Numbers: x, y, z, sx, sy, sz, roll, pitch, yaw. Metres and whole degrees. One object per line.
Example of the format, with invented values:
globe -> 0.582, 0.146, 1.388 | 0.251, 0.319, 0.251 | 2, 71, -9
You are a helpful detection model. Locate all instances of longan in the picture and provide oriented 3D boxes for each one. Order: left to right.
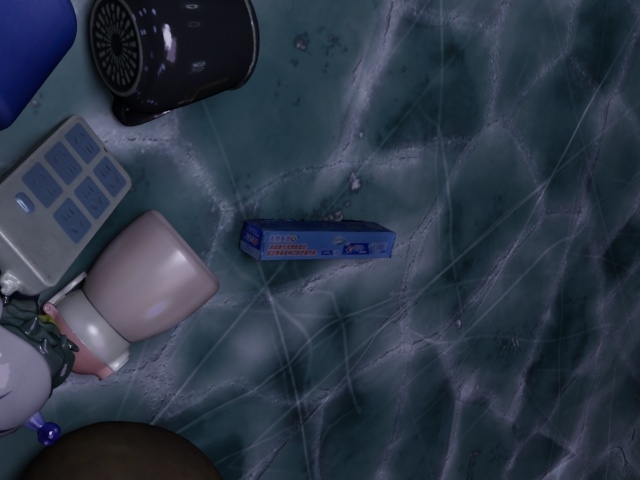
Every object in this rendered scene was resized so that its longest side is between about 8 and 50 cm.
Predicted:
longan -> -0.270, 0.402, 1.167 | 0.319, 0.319, 0.318 | -18, 120, -33

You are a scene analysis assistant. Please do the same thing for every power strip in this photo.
power strip -> -0.309, -0.046, 0.978 | 0.118, 0.046, 0.270 | 58, 26, -23

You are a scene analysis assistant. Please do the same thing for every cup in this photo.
cup -> -0.187, -0.233, 1.049 | 0.177, 0.169, 0.223 | -22, 158, -39

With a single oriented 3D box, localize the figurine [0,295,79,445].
figurine -> -0.457, 0.105, 0.938 | 0.382, 0.261, 0.186 | 28, 56, -25

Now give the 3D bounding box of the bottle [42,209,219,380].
bottle -> -0.266, 0.084, 1.132 | 0.236, 0.147, 0.147 | -42, 131, -7

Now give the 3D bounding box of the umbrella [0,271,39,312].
umbrella -> -0.393, 0.099, 1.093 | 0.071, 0.071, 0.248 | -16, 126, -34

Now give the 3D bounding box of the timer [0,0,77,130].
timer -> -0.417, -0.105, 0.746 | 0.270, 0.270, 0.383 | 37, 70, -43

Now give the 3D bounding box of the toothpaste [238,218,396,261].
toothpaste -> 0.000, 0.000, 1.357 | 0.272, 0.066, 0.053 | 0, 110, -39
